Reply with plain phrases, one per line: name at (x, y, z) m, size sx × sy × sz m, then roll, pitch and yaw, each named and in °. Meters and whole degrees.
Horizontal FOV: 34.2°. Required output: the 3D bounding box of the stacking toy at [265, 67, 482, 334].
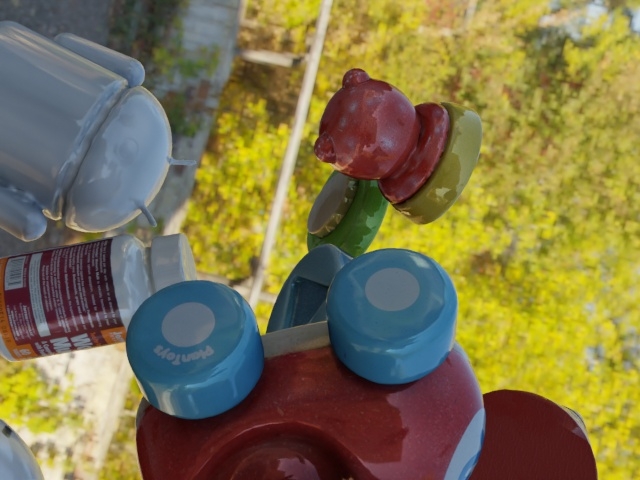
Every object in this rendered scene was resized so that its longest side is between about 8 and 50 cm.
stacking toy at (0.000, 0.000, 1.007) m, size 0.279 × 0.130 × 0.309 m, roll -11°, pitch -122°, yaw 64°

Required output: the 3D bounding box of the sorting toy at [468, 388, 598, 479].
sorting toy at (0.167, 0.280, 0.851) m, size 0.126 × 0.127 × 0.366 m, roll -16°, pitch 116°, yaw -55°

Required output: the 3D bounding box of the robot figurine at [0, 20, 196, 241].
robot figurine at (-0.336, -0.140, 1.301) m, size 0.300 × 0.353 × 0.200 m, roll -63°, pitch -178°, yaw -28°

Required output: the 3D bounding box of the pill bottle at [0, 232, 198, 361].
pill bottle at (-0.253, 0.060, 1.169) m, size 0.121 × 0.221 × 0.121 m, roll -10°, pitch 90°, yaw -89°

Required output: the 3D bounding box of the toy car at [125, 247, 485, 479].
toy car at (0.005, 0.169, 0.578) m, size 0.219 × 0.210 × 0.238 m, roll 83°, pitch -3°, yaw -50°

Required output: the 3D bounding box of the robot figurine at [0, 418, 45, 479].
robot figurine at (-0.317, 0.235, 0.764) m, size 0.278 × 0.173 × 0.209 m, roll -44°, pitch -129°, yaw 28°
